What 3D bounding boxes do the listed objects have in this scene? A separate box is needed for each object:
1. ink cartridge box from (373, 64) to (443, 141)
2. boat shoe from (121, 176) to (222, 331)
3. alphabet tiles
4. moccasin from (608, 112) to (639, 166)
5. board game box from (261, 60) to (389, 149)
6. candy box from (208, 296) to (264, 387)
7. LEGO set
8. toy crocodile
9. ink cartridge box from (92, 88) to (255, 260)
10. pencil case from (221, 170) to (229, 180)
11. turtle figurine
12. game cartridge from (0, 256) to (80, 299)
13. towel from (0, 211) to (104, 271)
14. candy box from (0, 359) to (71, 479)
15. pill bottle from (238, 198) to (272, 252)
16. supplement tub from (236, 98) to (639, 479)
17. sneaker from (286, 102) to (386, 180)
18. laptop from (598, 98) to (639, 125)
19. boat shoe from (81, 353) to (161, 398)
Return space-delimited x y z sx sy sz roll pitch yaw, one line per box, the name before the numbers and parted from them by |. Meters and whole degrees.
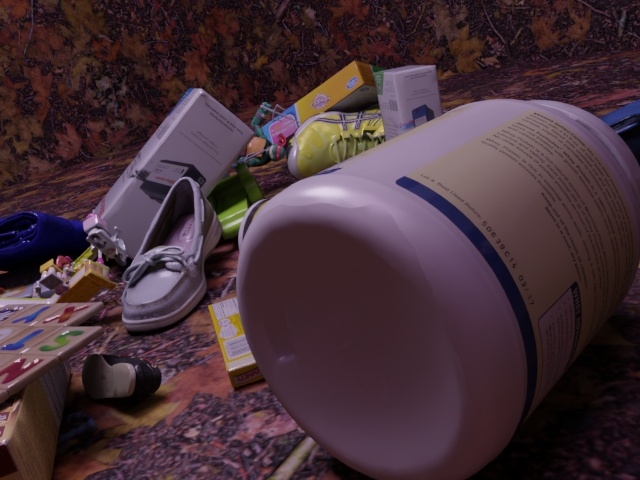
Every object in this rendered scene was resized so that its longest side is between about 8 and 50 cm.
ink cartridge box | 0.190 -0.254 1.420 0.093 0.212 0.154 -13 16 -9
boat shoe | -0.227 0.017 1.017 0.118 0.103 0.320 -9 30 14
alphabet tiles | -0.388 0.139 0.650 0.285 0.011 0.342 -4 20 31
moccasin | 0.331 -0.122 1.045 0.342 0.117 0.138 -11 17 9
board game box | 0.042 -0.329 1.725 0.316 0.064 0.242 -29 -12 33
candy box | -0.070 0.103 0.793 0.105 0.027 0.206 -14 17 -11
LEGO set | -0.412 0.055 0.986 0.287 0.132 0.107 -23 43 1
toy crocodile | -0.164 -0.069 1.314 0.115 0.105 0.340 -26 21 -3
ink cartridge box | -0.277 -0.122 1.251 0.307 0.129 0.223 -52 21 0
pencil case | -0.300 -0.130 1.572 0.124 0.113 0.273 -17 16 12
turtle figurine | -0.165 -0.212 1.503 0.234 0.118 0.175 6 61 9
game cartridge | -0.537 0.103 1.119 0.297 0.062 0.198 -16 21 -7
towel | -0.517 0.013 1.207 0.227 0.076 0.308 -8 -5 9
candy box | -0.356 0.183 0.658 0.183 0.087 0.316 -17 18 -12
pill bottle | 0.000 0.000 0.912 0.208 0.119 0.119 2 23 40
supplement tub | 0.118 0.017 0.565 0.235 0.235 0.325 3 23 43
sneaker | 0.092 -0.243 1.584 0.384 0.145 0.147 -27 26 -27
laptop | 0.673 -0.327 1.258 0.382 0.408 0.236 -24 53 -29
boat shoe | -0.222 0.150 0.742 0.042 0.049 0.133 9 -10 -43
